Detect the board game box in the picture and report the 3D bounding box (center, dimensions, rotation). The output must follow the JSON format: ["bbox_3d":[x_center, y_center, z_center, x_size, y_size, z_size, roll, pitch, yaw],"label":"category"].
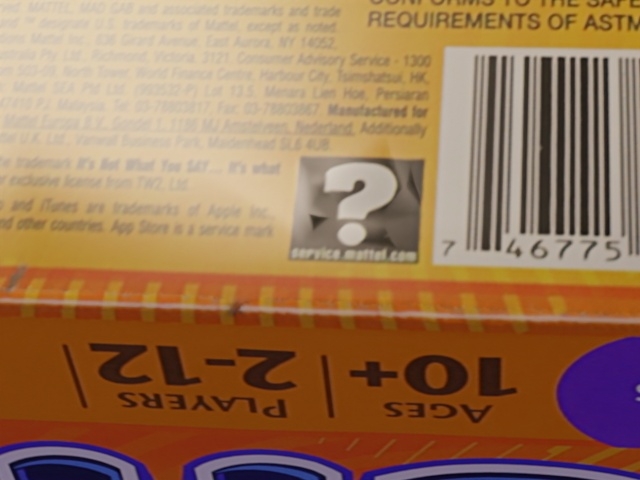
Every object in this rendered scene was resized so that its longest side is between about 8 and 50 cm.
[{"bbox_3d":[-0.019,-0.025,0.639,0.356,0.357,0.356,83,-169,-55],"label":"board game box"}]
